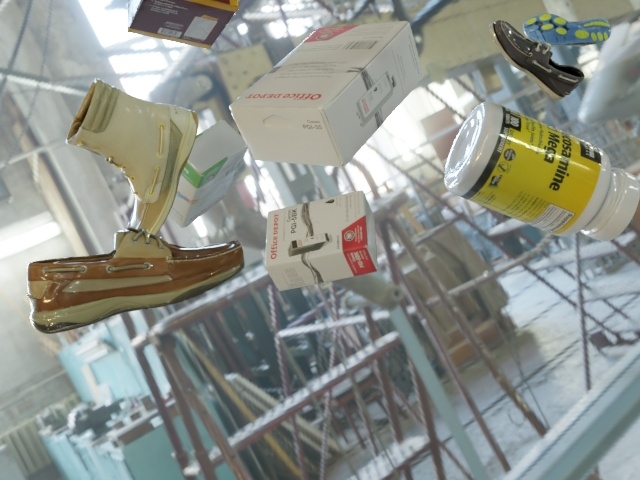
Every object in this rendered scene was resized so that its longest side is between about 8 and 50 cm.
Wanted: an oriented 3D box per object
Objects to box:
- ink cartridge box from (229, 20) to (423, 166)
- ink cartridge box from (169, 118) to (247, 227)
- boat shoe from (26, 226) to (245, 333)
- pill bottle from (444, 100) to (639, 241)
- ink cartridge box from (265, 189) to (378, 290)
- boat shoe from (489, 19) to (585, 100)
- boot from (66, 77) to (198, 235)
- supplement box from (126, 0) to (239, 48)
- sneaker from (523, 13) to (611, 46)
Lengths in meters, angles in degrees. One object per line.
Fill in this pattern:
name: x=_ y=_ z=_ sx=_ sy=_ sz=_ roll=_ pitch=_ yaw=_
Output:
ink cartridge box: x=0.014 y=-0.253 z=1.284 sx=0.207 sy=0.117 sz=0.283 roll=9 pitch=45 yaw=38
ink cartridge box: x=-0.264 y=-0.146 z=1.676 sx=0.154 sy=0.093 sz=0.212 roll=-42 pitch=-11 yaw=-37
boat shoe: x=-0.275 y=0.041 z=1.121 sx=0.324 sy=0.120 sz=0.122 roll=-15 pitch=8 yaw=-17
pill bottle: x=0.424 y=-0.122 z=1.437 sx=0.188 sy=0.334 sz=0.188 roll=-159 pitch=90 yaw=-82
ink cartridge box: x=0.000 y=0.000 z=0.968 sx=0.135 sy=0.056 sz=0.099 roll=-13 pitch=49 yaw=13
boat shoe: x=0.376 y=-0.323 z=1.298 sx=0.065 sy=0.206 sz=0.075 roll=-32 pitch=36 yaw=41
boot: x=-0.345 y=-0.131 z=1.305 sx=0.203 sy=0.262 sz=0.095 roll=16 pitch=12 yaw=-34
supplement box: x=-0.293 y=-0.524 z=1.593 sx=0.191 sy=0.129 sz=0.194 roll=6 pitch=-16 yaw=-26
sneaker: x=0.526 y=-0.444 z=1.619 sx=0.188 sy=0.067 sz=0.078 roll=1 pitch=-4 yaw=-8
